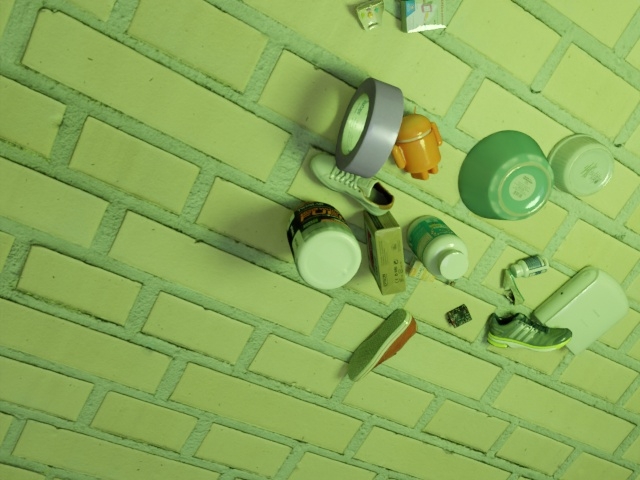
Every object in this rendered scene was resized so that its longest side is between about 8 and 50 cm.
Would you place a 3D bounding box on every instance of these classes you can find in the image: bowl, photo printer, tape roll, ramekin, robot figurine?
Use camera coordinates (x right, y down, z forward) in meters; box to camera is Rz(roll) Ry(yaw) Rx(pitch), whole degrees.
[{"bbox_3d":[0.628,-0.187,1.804,0.311,0.163,0.312,-4,115,-9],"label":"bowl"},{"bbox_3d":[1.003,0.260,2.095,0.307,0.107,0.256,-44,113,10],"label":"photo printer"},{"bbox_3d":[0.135,-0.322,1.592,0.090,0.275,0.275,15,110,-16],"label":"tape roll"},{"bbox_3d":[0.878,-0.246,1.853,0.207,0.109,0.207,-4,113,-9],"label":"ramekin"},{"bbox_3d":[0.299,-0.298,1.716,0.158,0.128,0.219,-17,117,13],"label":"robot figurine"}]

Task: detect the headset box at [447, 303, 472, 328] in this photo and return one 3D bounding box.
[{"bbox_3d":[0.514,0.284,2.057,0.083,0.032,0.062,-28,115,3],"label":"headset box"}]

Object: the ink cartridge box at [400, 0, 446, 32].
[{"bbox_3d":[0.299,-0.656,1.600,0.122,0.052,0.089,-11,114,-7],"label":"ink cartridge box"}]

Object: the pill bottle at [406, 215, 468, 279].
[{"bbox_3d":[0.385,0.028,1.794,0.146,0.264,0.146,-4,114,-9],"label":"pill bottle"}]

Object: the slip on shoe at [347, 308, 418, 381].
[{"bbox_3d":[0.228,0.395,2.011,0.101,0.123,0.331,40,97,-27],"label":"slip on shoe"}]

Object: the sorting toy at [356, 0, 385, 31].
[{"bbox_3d":[0.145,-0.644,1.586,0.083,0.045,0.075,-21,122,-2],"label":"sorting toy"}]

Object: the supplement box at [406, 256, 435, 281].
[{"bbox_3d":[0.361,0.103,1.948,0.098,0.036,0.062,16,109,-16],"label":"supplement box"}]

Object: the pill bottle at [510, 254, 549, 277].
[{"bbox_3d":[0.757,0.097,2.002,0.120,0.067,0.067,-15,115,-4],"label":"pill bottle"}]

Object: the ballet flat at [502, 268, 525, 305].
[{"bbox_3d":[0.702,0.179,2.035,0.052,0.057,0.168,-28,115,13],"label":"ballet flat"}]

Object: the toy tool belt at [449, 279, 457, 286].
[{"bbox_3d":[0.473,0.119,1.975,0.051,0.052,0.083,31,103,12],"label":"toy tool belt"}]

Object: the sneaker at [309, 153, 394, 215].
[{"bbox_3d":[0.107,-0.188,1.703,0.290,0.123,0.106,30,73,-8],"label":"sneaker"}]

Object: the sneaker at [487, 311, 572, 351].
[{"bbox_3d":[0.761,0.330,2.028,0.300,0.111,0.121,-3,109,26],"label":"sneaker"}]

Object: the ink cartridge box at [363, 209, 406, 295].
[{"bbox_3d":[0.208,0.032,1.803,0.088,0.193,0.235,-11,114,-4],"label":"ink cartridge box"}]

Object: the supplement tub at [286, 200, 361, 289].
[{"bbox_3d":[0.000,0.000,1.684,0.193,0.316,0.194,-4,113,-10],"label":"supplement tub"}]
